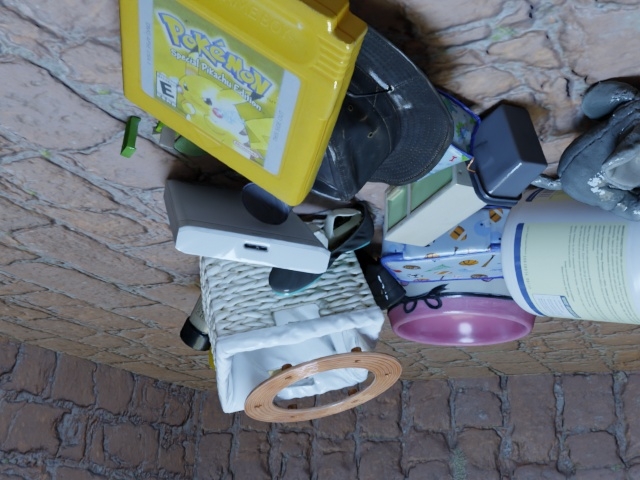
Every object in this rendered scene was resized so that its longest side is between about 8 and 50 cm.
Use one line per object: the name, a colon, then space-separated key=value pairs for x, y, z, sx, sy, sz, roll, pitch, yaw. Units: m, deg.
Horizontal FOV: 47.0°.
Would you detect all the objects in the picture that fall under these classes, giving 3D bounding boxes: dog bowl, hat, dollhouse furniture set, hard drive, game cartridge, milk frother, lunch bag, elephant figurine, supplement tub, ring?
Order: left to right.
dollhouse furniture set: x=-0.242 y=-0.151 z=1.198 sx=0.151 sy=0.058 sz=0.076 roll=15 pitch=157 yaw=-29
game cartridge: x=-0.107 y=-0.202 z=0.826 sx=0.285 sy=0.053 sz=0.324 roll=33 pitch=153 yaw=6
hard drive: x=-0.140 y=-0.033 z=1.251 sx=0.233 sy=0.047 sz=0.353 roll=9 pitch=-168 yaw=-17
milk frother: x=-0.092 y=-0.104 z=1.197 sx=0.129 sy=0.135 sz=0.143 roll=47 pitch=137 yaw=-15
ring: x=0.005 y=0.299 z=1.523 sx=0.336 sy=0.032 sz=0.336 roll=-11 pitch=149 yaw=-7
hat: x=0.009 y=-0.142 z=0.973 sx=0.331 sy=0.134 sz=0.331 roll=17 pitch=151 yaw=10
lunch bag: x=0.136 y=-0.164 z=1.083 sx=0.151 sy=0.096 sz=0.129 roll=31 pitch=150 yaw=-27
lunch bag: x=0.286 y=0.021 z=1.525 sx=0.303 sy=0.115 sz=0.243 roll=-3 pitch=161 yaw=17
dog bowl: x=0.345 y=0.154 z=1.818 sx=0.408 sy=0.150 sz=0.408 roll=2 pitch=159 yaw=1
supplement tub: x=0.498 y=0.021 z=1.239 sx=0.235 sy=0.235 sz=0.325 roll=21 pitch=166 yaw=-41
elephant figurine: x=0.440 y=-0.152 z=1.032 sx=0.169 sy=0.186 sz=0.239 roll=41 pitch=158 yaw=22

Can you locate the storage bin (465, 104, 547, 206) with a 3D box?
storage bin: x=0.269 y=-0.133 z=1.092 sx=0.098 sy=0.135 sz=0.091 roll=4 pitch=150 yaw=-28

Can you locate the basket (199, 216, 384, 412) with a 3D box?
basket: x=-0.076 y=0.161 z=1.544 sx=0.328 sy=0.266 sz=0.331 roll=-10 pitch=148 yaw=-12

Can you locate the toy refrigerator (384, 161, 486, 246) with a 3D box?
toy refrigerator: x=0.199 y=-0.084 z=1.267 sx=0.094 sy=0.102 sz=0.269 roll=9 pitch=159 yaw=-17

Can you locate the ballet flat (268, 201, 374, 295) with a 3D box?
ballet flat: x=0.000 y=0.000 z=1.377 sx=0.095 sy=0.280 sz=0.096 roll=20 pitch=126 yaw=31

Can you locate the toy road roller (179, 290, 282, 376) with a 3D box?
toy road roller: x=-0.168 y=0.219 z=1.865 sx=0.329 sy=0.202 sz=0.240 roll=39 pitch=-156 yaw=27

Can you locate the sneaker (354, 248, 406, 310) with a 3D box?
sneaker: x=0.079 y=0.077 z=1.722 sx=0.286 sy=0.109 sz=0.130 roll=2 pitch=124 yaw=52
